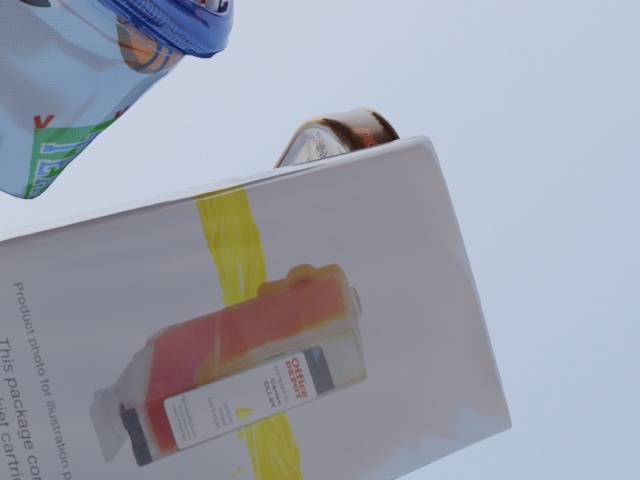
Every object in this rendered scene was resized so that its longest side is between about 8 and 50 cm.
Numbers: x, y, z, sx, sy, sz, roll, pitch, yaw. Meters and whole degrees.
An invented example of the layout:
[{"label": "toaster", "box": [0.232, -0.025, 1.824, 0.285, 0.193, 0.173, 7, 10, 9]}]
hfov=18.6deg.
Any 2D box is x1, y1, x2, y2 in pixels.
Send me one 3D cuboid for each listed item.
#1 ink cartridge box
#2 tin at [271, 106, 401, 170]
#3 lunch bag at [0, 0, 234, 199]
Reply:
[{"label": "ink cartridge box", "box": [-0.143, 0.078, 0.909, 0.279, 0.384, 0.160, -14, -89, 43]}, {"label": "tin", "box": [0.000, 0.000, 1.120, 0.190, 0.040, 0.106, 123, -44, -53]}, {"label": "lunch bag", "box": [-0.149, -0.166, 0.615, 0.115, 0.243, 0.303, -37, -137, 14]}]
